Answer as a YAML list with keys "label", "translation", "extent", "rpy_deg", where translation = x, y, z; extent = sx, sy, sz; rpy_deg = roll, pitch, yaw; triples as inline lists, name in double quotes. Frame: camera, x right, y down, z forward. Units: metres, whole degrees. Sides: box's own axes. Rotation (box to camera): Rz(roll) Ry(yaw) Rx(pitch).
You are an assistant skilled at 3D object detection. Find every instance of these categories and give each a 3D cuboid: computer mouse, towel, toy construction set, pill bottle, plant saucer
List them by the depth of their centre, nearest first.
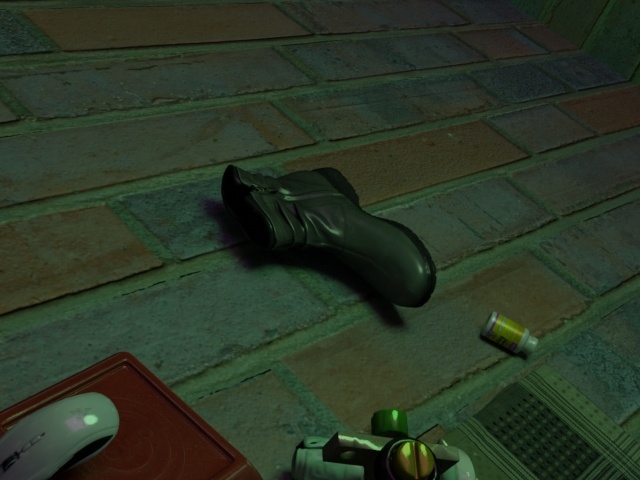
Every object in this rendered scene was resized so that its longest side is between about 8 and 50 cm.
- label: "toy construction set"
  translation: [0.010, 0.290, 0.859]
  extent: [0.308, 0.257, 0.237]
  rpy_deg: [-5, 63, 3]
- label: "computer mouse"
  translation: [-0.290, 0.208, 0.908]
  extent: [0.193, 0.042, 0.106]
  rpy_deg: [-33, 64, -15]
- label: "plant saucer"
  translation: [-0.218, 0.233, 1.003]
  extent: [0.259, 0.048, 0.258]
  rpy_deg: [38, 35, 19]
- label: "towel"
  translation: [0.340, 0.328, 1.248]
  extent: [0.324, 0.056, 0.312]
  rpy_deg: [43, 40, 23]
- label: "pill bottle"
  translation: [0.300, 0.149, 1.471]
  extent: [0.083, 0.043, 0.043]
  rpy_deg: [28, 32, 6]

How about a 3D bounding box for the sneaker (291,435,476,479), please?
- label: "sneaker"
  translation: [0.054, 0.263, 1.005]
  extent: [0.151, 0.256, 0.094]
  rpy_deg: [8, 79, -22]

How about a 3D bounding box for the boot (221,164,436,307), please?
- label: "boot"
  translation: [0.000, 0.000, 1.422]
  extent: [0.222, 0.118, 0.338]
  rpy_deg: [-4, 34, -42]

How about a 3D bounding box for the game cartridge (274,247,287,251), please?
- label: "game cartridge"
  translation: [-0.086, -0.015, 1.480]
  extent: [0.056, 0.017, 0.083]
  rpy_deg: [5, 37, -22]
